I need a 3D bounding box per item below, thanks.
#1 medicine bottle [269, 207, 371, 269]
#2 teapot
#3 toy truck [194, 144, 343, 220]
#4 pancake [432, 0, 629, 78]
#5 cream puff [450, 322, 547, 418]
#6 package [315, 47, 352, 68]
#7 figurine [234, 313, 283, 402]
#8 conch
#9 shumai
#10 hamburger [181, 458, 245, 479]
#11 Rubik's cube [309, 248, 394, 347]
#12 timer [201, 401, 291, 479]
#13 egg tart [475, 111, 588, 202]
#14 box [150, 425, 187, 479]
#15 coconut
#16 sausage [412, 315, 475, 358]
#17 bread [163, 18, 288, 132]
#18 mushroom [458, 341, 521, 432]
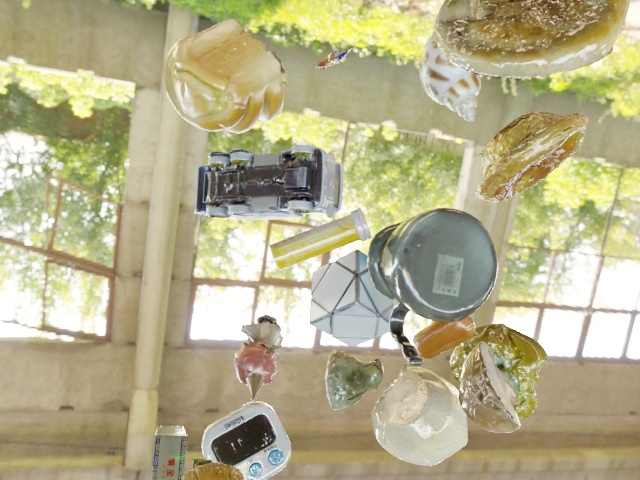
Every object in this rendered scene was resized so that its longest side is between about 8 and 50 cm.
[{"bbox_3d":[0.000,0.000,1.288,0.218,0.074,0.074,-21,-170,4],"label":"medicine bottle"},{"bbox_3d":[0.227,0.084,1.260,0.223,0.305,0.285,-20,-173,-15],"label":"teapot"},{"bbox_3d":[-0.124,-0.119,1.302,0.367,0.146,0.175,0,175,31],"label":"toy truck"},{"bbox_3d":[0.421,-0.469,1.199,0.387,0.387,0.082,15,152,30],"label":"pancake"},{"bbox_3d":[0.624,0.429,1.999,0.323,0.270,0.274,36,-178,16],"label":"cream puff"},{"bbox_3d":[0.037,-0.486,1.565,0.077,0.033,0.110,-42,-163,-23],"label":"package"},{"bbox_3d":[-0.207,0.397,2.024,0.166,0.207,0.387,-22,-160,13],"label":"figurine"},{"bbox_3d":[0.390,-0.481,1.752,0.275,0.149,0.183,44,177,7],"label":"conch"},{"bbox_3d":[0.137,0.556,2.367,0.222,0.225,0.261,-5,-160,18],"label":"shumai"},{"bbox_3d":[-0.258,0.549,1.326,0.176,0.102,0.087,-12,-162,-15],"label":"hamburger"},{"bbox_3d":[0.106,0.185,1.841,0.207,0.205,0.205,-27,133,35],"label":"Rubik's cube"},{"bbox_3d":[-0.237,0.662,1.896,0.262,0.237,0.087,-26,178,-12],"label":"timer"},{"bbox_3d":[0.699,-0.303,2.021,0.443,0.443,0.178,-6,-122,-55],"label":"egg tart"},{"bbox_3d":[-0.419,0.622,1.609,0.084,0.198,0.310,6,166,-14],"label":"box"},{"bbox_3d":[0.377,0.663,2.194,0.346,0.346,0.360,22,161,50],"label":"coconut"},{"bbox_3d":[0.375,0.284,1.786,0.098,0.098,0.238,2,150,-35],"label":"sausage"},{"bbox_3d":[-0.251,-0.402,1.532,0.270,0.211,0.315,-37,-118,-21],"label":"bread"},{"bbox_3d":[0.488,0.452,1.770,0.156,0.151,0.286,30,-146,-36],"label":"mushroom"}]
